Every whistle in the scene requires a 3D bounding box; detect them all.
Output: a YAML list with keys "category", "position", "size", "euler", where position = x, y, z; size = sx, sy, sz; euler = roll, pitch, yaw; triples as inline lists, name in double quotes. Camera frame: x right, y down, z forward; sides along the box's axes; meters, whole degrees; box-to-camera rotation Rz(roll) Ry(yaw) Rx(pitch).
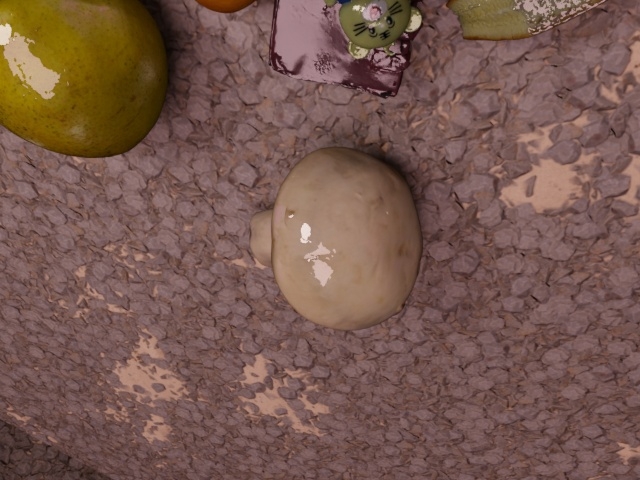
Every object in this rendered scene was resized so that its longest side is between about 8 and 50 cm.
- category: "whistle"
  position: [0.045, -0.336, 0.672]
  size: [0.105, 0.085, 0.227]
  euler: [-23, 117, 16]

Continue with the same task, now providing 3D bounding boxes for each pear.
- category: "pear"
  position: [-0.373, -0.260, 0.815]
  size: [0.295, 0.294, 0.294]
  euler: [7, 128, 9]

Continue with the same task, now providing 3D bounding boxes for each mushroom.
- category: "mushroom"
  position: [0.000, 0.000, 0.937]
  size: [0.336, 0.314, 0.314]
  euler: [-3, 129, 43]

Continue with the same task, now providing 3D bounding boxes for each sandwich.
- category: "sandwich"
  position: [0.296, -0.334, 0.698]
  size: [0.258, 0.096, 0.094]
  euler: [-21, 113, 25]

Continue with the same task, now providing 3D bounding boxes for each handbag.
- category: "handbag"
  position: [0.041, -0.325, 0.779]
  size: [0.216, 0.074, 0.203]
  euler: [11, 129, 3]

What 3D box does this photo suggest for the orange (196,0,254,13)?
- category: "orange"
  position: [-0.127, -0.390, 0.722]
  size: [0.136, 0.159, 0.158]
  euler: [-11, 127, -8]
